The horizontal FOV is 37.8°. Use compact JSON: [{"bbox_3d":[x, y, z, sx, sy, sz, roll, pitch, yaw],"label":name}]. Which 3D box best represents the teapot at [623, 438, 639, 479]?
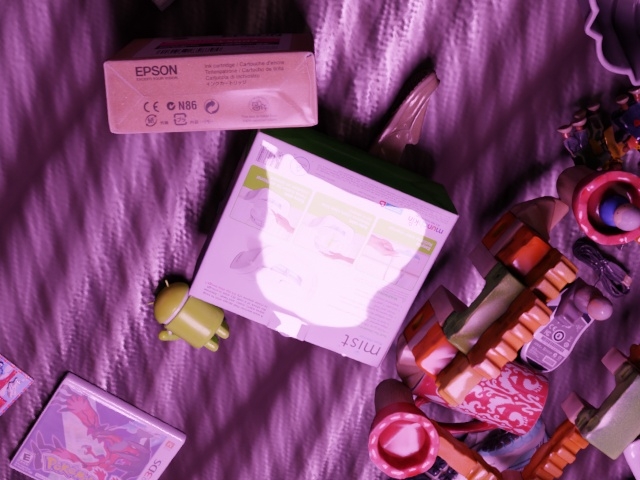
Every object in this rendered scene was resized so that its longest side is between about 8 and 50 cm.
[{"bbox_3d":[0.483,0.464,1.394,0.256,0.187,0.252,-52,133,0],"label":"teapot"}]

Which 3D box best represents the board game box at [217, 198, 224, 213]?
[{"bbox_3d":[-0.008,-0.025,1.253,0.160,0.047,0.210,-43,106,15],"label":"board game box"}]

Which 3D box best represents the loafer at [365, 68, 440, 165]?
[{"bbox_3d":[0.112,-0.155,1.202,0.050,0.056,0.148,29,118,-13],"label":"loafer"}]

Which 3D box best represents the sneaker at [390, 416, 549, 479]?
[{"bbox_3d":[0.222,0.361,1.383,0.283,0.110,0.122,-33,112,11],"label":"sneaker"}]

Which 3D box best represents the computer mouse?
[{"bbox_3d":[0.346,0.100,1.316,0.106,0.042,0.193,33,102,-18],"label":"computer mouse"}]

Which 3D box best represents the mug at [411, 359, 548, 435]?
[{"bbox_3d":[0.215,0.205,1.314,0.169,0.113,0.150,24,143,-2],"label":"mug"}]

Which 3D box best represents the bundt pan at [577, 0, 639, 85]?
[{"bbox_3d":[0.432,-0.336,1.047,0.331,0.124,0.331,-9,140,-8],"label":"bundt pan"}]

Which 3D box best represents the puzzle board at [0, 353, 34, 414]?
[{"bbox_3d":[-0.495,0.216,1.360,0.096,0.011,0.128,42,105,-16],"label":"puzzle board"}]

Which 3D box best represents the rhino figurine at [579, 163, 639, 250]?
[{"bbox_3d":[0.462,-0.053,1.239,0.243,0.073,0.106,-20,108,8],"label":"rhino figurine"}]

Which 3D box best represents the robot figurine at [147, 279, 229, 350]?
[{"bbox_3d":[-0.180,0.103,1.290,0.115,0.067,0.101,37,101,-14],"label":"robot figurine"}]

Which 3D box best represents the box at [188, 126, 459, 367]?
[{"bbox_3d":[0.000,0.000,1.168,0.262,0.127,0.231,21,110,-9],"label":"box"}]

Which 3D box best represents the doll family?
[{"bbox_3d":[0.395,-0.135,1.204,0.193,0.076,0.111,-28,104,7],"label":"doll family"}]

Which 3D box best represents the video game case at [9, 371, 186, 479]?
[{"bbox_3d":[-0.333,0.314,1.396,0.201,0.023,0.183,31,108,-13],"label":"video game case"}]

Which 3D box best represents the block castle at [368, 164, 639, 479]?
[{"bbox_3d":[0.291,0.152,1.128,0.303,0.213,0.453,38,100,-9],"label":"block castle"}]

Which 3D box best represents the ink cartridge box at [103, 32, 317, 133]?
[{"bbox_3d":[-0.121,-0.190,1.105,0.235,0.193,0.088,-3,110,-1],"label":"ink cartridge box"}]

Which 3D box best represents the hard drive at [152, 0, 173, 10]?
[{"bbox_3d":[-0.175,-0.358,1.129,0.135,0.022,0.094,-38,108,13],"label":"hard drive"}]
